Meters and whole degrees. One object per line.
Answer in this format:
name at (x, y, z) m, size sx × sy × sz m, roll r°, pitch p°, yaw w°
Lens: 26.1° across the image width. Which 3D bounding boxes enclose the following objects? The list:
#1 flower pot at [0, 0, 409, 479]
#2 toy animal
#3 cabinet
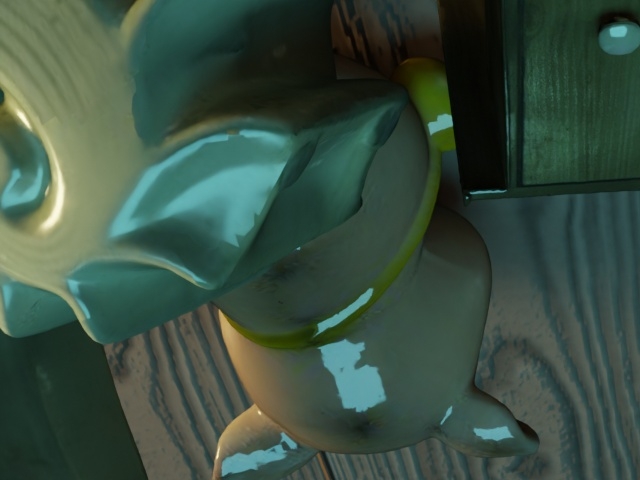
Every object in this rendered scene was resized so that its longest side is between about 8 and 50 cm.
flower pot at (-0.142, 0.006, 0.553) m, size 0.254 × 0.164 × 0.367 m, roll 34°, pitch 117°, yaw 15°
toy animal at (0.002, 0.000, 0.670) m, size 0.165 × 0.149 × 0.248 m, roll -5°, pitch 126°, yaw 26°
cabinet at (0.150, -0.125, 0.530) m, size 0.215 × 0.148 × 0.175 m, roll -4°, pitch 136°, yaw 5°
